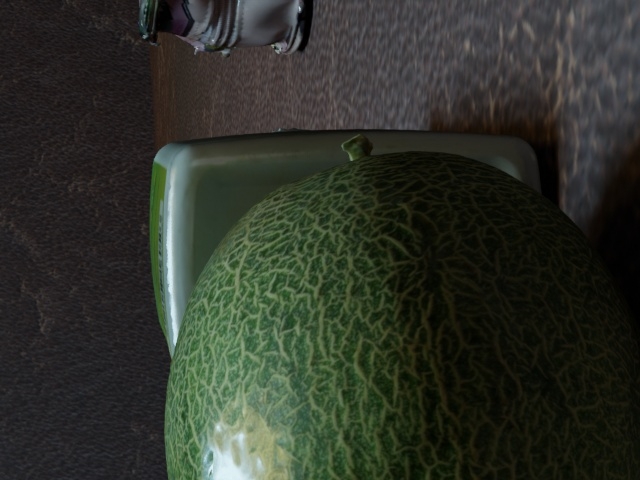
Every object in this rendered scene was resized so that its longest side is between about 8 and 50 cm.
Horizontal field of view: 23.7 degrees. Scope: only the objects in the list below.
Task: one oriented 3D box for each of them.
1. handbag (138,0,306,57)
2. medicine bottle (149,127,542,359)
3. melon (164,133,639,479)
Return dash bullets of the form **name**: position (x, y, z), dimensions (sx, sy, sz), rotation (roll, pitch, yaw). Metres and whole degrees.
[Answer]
- **handbag**: position (-0.071, -0.225, 1.030), dimensions (0.179, 0.116, 0.205), rotation (-113, 23, -62)
- **medicine bottle**: position (0.000, 0.000, 0.595), dimensions (0.188, 0.132, 0.088), rotation (-154, 61, -81)
- **melon**: position (0.026, 0.052, 0.426), dimensions (0.139, 0.139, 0.192), rotation (102, 162, -57)
